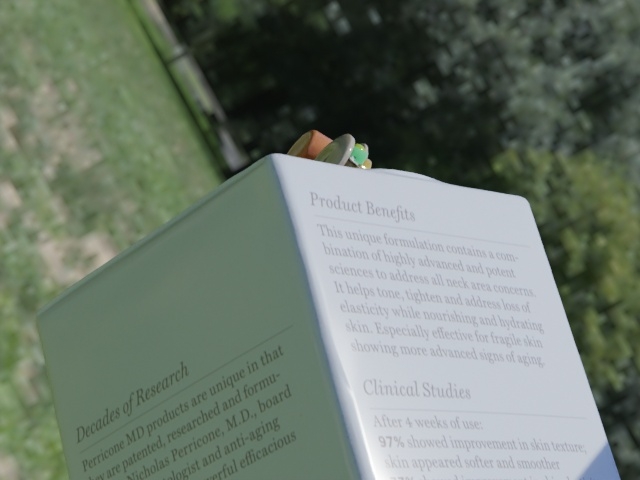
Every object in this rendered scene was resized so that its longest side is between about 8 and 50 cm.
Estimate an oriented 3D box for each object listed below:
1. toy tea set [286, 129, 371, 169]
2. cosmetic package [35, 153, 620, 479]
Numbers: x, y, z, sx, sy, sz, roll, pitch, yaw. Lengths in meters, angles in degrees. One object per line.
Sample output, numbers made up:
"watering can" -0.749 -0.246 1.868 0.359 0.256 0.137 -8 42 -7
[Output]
"toy tea set" 0.000 0.000 2.254 0.124 0.200 0.336 39 53 -17
"cosmetic package" 0.017 0.184 1.646 0.329 0.327 0.394 8 58 -45
